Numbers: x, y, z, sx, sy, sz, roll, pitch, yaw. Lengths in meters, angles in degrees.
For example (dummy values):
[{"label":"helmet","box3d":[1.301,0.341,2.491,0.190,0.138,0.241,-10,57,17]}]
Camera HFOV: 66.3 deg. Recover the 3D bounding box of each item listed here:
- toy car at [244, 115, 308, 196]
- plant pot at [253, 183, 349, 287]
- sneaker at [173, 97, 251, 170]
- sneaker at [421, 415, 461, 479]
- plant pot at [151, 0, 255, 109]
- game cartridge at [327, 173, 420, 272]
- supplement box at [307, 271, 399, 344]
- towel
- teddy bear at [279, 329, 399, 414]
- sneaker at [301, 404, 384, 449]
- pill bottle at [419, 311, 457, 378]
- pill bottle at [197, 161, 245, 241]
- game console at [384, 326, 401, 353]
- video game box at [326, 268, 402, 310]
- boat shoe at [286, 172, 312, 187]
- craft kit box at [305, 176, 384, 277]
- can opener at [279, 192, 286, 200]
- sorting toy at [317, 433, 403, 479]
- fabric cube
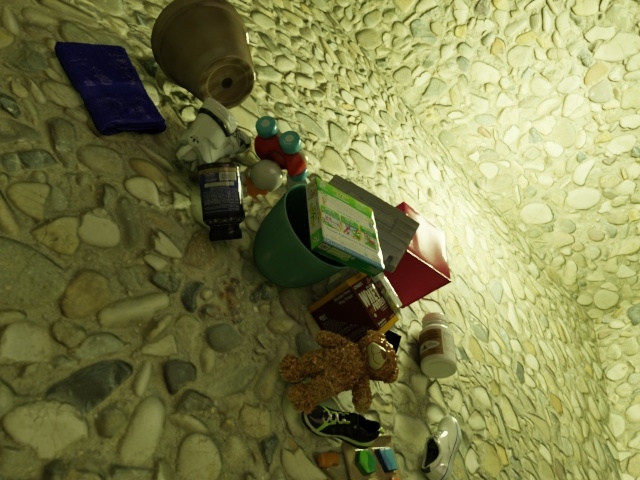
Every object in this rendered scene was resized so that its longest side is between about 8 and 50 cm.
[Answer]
[{"label":"toy car","box3d":[-0.183,-0.255,1.684,0.210,0.219,0.238,35,73,18]},{"label":"plant pot","box3d":[-0.068,0.011,1.506,0.293,0.235,0.293,31,39,-29]},{"label":"sneaker","box3d":[-0.345,-0.301,1.553,0.137,0.210,0.366,38,-2,4]},{"label":"sneaker","box3d":[0.389,0.657,1.580,0.091,0.094,0.258,50,35,-11]},{"label":"plant pot","box3d":[-0.348,-0.581,1.588,0.323,0.323,0.280,7,40,-46]},{"label":"game cartridge","box3d":[0.146,-0.066,1.690,0.355,0.068,0.230,32,53,7]},{"label":"supplement box","box3d":[0.102,0.230,1.545,0.194,0.191,0.129,56,34,7]},{"label":"towel","box3d":[-0.606,-0.451,1.437,0.308,0.076,0.227,57,34,8]},{"label":"teddy bear","box3d":[0.056,0.348,1.336,0.337,0.113,0.245,0,45,-3]},{"label":"sneaker","box3d":[0.064,0.486,1.327,0.234,0.097,0.084,24,33,-17]},{"label":"pill bottle","box3d":[0.439,0.390,1.848,0.131,0.131,0.229,36,37,-23]},{"label":"pill bottle","box3d":[-0.283,-0.110,1.413,0.122,0.122,0.219,-5,90,-51]},{"label":"game console","box3d":[0.223,0.336,1.751,0.122,0.071,0.107,30,70,-28]},{"label":"video game box","box3d":[0.142,0.182,1.623,0.048,0.205,0.187,-10,68,-54]},{"label":"boat shoe","box3d":[-0.046,-0.194,1.866,0.219,0.077,0.070,48,34,-20]},{"label":"craft kit box","box3d":[0.072,-0.039,1.459,0.249,0.061,0.247,26,45,-34]},{"label":"can opener","box3d":[-0.123,-0.097,1.696,0.073,0.059,0.186,31,40,-28]},{"label":"sorting toy","box3d":[0.130,0.649,1.332,0.307,0.041,0.229,17,47,-41]},{"label":"fabric cube","box3d":[0.317,0.062,1.893,0.254,0.259,0.258,32,41,-28]}]
